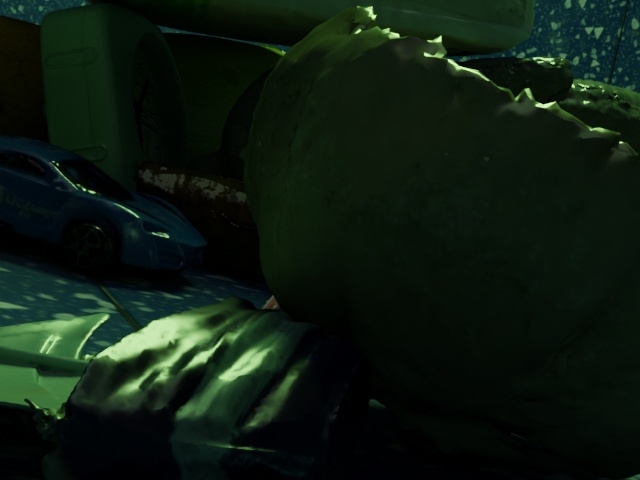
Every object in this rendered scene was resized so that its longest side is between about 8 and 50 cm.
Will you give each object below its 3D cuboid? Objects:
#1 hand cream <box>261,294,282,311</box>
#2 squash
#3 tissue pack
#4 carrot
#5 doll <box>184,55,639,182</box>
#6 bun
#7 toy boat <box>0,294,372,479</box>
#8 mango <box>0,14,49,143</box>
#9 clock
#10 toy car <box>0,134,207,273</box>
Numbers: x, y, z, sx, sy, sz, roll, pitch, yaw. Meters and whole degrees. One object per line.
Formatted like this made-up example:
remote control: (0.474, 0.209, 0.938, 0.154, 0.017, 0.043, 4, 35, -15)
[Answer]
hand cream: (0.053, -0.007, 1.017, 0.079, 0.050, 0.275, -9, 25, 30)
squash: (-0.123, -0.112, 1.487, 0.132, 0.132, 0.247, 18, 12, 34)
tissue pack: (-0.028, -0.257, 1.347, 0.332, 0.205, 0.405, 6, 6, -8)
carrot: (0.000, 0.000, 1.099, 0.260, 0.070, 0.070, 14, 8, 13)
doll: (0.092, -0.049, 1.243, 0.340, 0.158, 0.246, 8, -26, -29)
bun: (0.067, 0.013, 0.763, 0.259, 0.152, 0.259, 30, 3, -2)
toy boat: (-0.108, 0.043, 0.671, 0.292, 0.070, 0.210, 13, 3, 33)
mango: (-0.302, -0.119, 1.278, 0.295, 0.120, 0.177, 7, 9, -31)
clock: (-0.143, -0.089, 1.265, 0.060, 0.148, 0.188, -7, -4, 14)
toy car: (-0.171, -0.028, 1.049, 0.216, 0.063, 0.103, 14, 8, 14)
